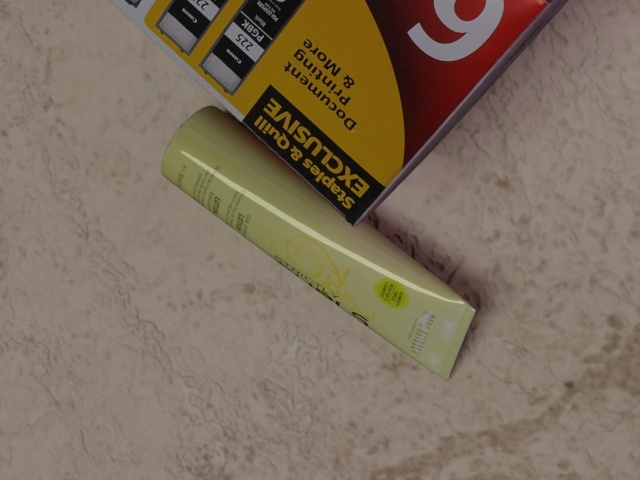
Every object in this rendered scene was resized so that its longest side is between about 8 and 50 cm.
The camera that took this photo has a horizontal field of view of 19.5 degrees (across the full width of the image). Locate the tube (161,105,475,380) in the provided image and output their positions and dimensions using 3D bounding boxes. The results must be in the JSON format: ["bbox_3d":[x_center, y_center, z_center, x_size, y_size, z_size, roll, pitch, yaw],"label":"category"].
[{"bbox_3d":[0.000,0.000,1.246,0.240,0.070,0.062,37,100,14],"label":"tube"}]

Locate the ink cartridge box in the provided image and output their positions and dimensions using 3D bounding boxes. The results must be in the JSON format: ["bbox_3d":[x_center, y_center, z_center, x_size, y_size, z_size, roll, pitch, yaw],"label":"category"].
[{"bbox_3d":[-0.032,-0.174,1.134,0.309,0.130,0.272,42,127,3],"label":"ink cartridge box"}]
